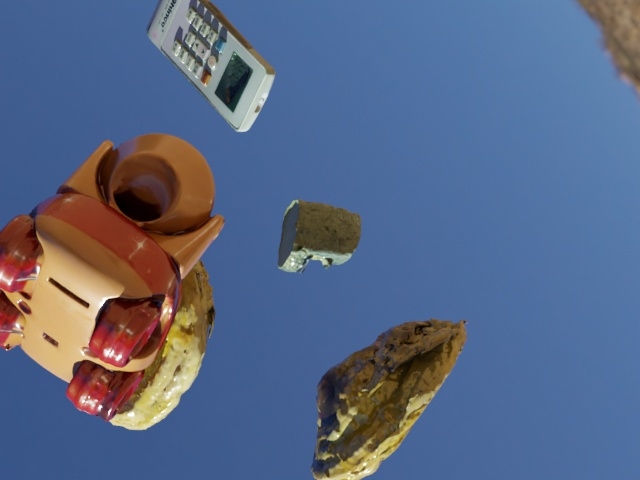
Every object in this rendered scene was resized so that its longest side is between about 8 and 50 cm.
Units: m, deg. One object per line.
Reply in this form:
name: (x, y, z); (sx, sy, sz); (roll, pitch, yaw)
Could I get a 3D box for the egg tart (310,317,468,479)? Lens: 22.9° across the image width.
egg tart: (0.077, 0.193, 2.109); (0.132, 0.297, 0.297); (44, -156, -3)

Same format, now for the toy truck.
toy truck: (-0.212, 0.023, 1.604); (0.189, 0.265, 0.239); (35, -126, 4)

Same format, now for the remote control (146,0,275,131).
remote control: (-0.091, -0.161, 1.309); (0.029, 0.065, 0.166); (2, -145, -44)

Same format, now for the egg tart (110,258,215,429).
egg tart: (-0.207, 0.074, 1.792); (0.095, 0.279, 0.279); (-3, -122, -47)

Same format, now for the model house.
model house: (0.000, 0.000, 1.799); (0.083, 0.066, 0.079); (13, -114, -17)
